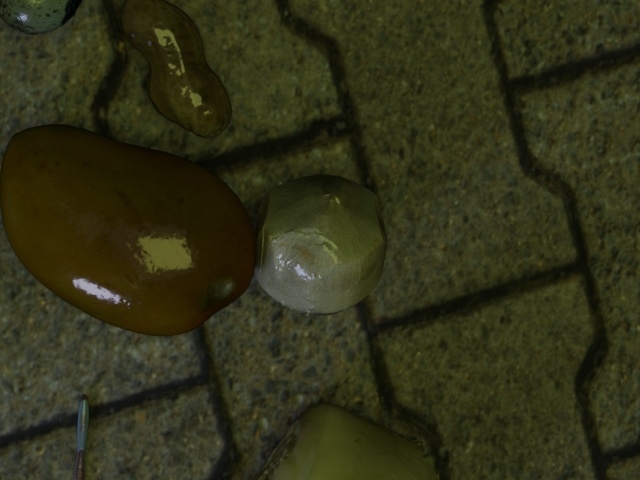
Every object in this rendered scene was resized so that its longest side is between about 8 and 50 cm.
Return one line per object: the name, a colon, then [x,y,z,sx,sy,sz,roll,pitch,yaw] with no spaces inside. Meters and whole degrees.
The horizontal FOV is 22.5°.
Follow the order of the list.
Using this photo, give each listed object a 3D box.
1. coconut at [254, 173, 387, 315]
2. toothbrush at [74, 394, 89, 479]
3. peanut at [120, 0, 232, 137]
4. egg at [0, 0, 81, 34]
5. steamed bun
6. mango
coconut: [-0.002,-0.001,1.889,0.161,0.161,0.162,-5,131,-11]
toothbrush: [-0.290,0.281,1.938,0.013,0.019,0.193,3,94,-12]
peanut: [-0.171,-0.205,1.881,0.089,0.089,0.193,-26,96,-8]
egg: [-0.317,-0.282,1.838,0.110,0.085,0.085,-27,101,-20]
steamed bun: [0.023,0.342,1.934,0.232,0.166,0.273,35,88,-12]
mango: [-0.227,-0.013,1.845,0.317,0.173,0.211,27,92,-5]
